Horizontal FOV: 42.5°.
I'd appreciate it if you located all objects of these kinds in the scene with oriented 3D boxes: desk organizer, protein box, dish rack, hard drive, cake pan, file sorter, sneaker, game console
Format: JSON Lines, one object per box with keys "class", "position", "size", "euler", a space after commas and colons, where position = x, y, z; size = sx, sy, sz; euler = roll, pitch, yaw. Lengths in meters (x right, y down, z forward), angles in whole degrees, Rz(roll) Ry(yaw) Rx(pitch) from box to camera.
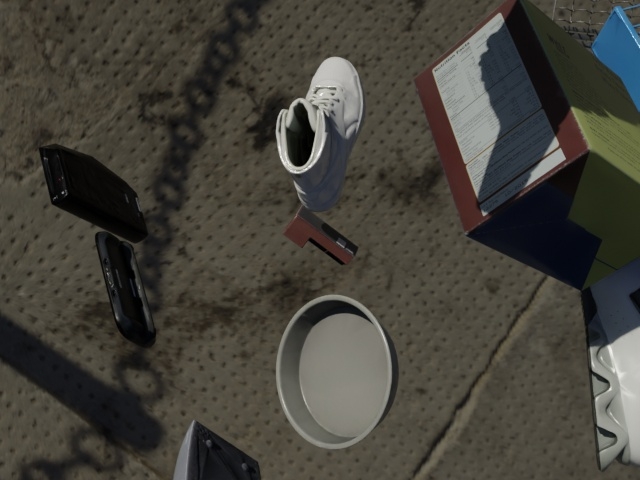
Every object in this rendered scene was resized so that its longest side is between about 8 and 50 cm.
{"class": "desk organizer", "position": [0.000, 0.000, 1.489], "size": [0.130, 0.047, 0.050], "euler": [37, 116, -5]}
{"class": "protein box", "position": [0.223, -0.090, 0.801], "size": [0.200, 0.136, 0.201], "euler": [22, 43, -39]}
{"class": "dish rack", "position": [0.544, -0.466, 1.575], "size": [0.208, 0.074, 0.271], "euler": [10, 103, 14]}
{"class": "hard drive", "position": [-0.163, 0.421, 1.299], "size": [0.054, 0.254, 0.172], "euler": [-39, 118, 18]}
{"class": "cake pan", "position": [0.034, 0.253, 1.593], "size": [0.054, 0.293, 0.293], "euler": [10, 82, -48]}
{"class": "file sorter", "position": [0.592, -0.330, 1.487], "size": [0.104, 0.118, 0.170], "euler": [-17, 68, -11]}
{"class": "sneaker", "position": [0.004, -0.214, 1.382], "size": [0.108, 0.169, 0.292], "euler": [2, 68, 15]}
{"class": "sneaker", "position": [0.359, 0.080, 0.902], "size": [0.146, 0.122, 0.330], "euler": [-7, 85, 18]}
{"class": "game console", "position": [-0.351, 0.007, 1.360], "size": [0.044, 0.213, 0.361], "euler": [-30, 61, 15]}
